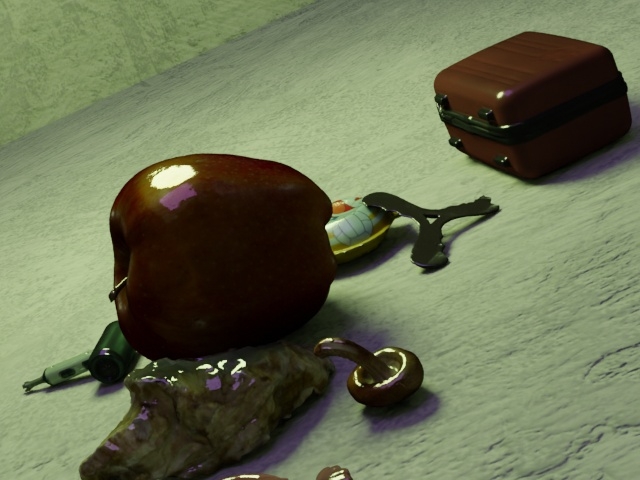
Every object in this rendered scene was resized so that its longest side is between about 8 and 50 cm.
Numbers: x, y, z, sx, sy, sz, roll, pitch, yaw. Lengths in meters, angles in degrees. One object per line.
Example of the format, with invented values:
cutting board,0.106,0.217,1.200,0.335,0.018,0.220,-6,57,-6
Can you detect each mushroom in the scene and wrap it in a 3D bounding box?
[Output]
mushroom,0.054,0.150,1.410,0.129,0.073,0.088,19,48,9

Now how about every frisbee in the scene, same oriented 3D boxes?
frisbee,0.178,-0.030,1.792,0.187,0.012,0.211,-13,36,-15

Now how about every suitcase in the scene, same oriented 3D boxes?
suitcase,0.335,-0.223,1.961,0.236,0.161,0.297,-26,20,-11

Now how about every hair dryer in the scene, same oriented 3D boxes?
hair dryer,-0.360,0.188,1.792,0.197,0.057,0.100,-24,18,19

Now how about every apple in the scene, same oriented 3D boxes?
apple,-0.139,0.022,1.641,0.316,0.288,0.288,-13,17,-18

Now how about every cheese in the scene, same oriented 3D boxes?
cheese,0.000,0.000,1.863,0.270,0.069,0.177,-22,20,-2

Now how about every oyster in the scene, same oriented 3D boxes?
oyster,-0.129,0.189,1.451,0.341,0.110,0.166,-14,23,-18

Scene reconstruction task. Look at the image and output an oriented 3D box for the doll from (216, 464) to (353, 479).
doll,-0.087,0.288,1.187,0.262,0.093,0.211,-26,17,-12
